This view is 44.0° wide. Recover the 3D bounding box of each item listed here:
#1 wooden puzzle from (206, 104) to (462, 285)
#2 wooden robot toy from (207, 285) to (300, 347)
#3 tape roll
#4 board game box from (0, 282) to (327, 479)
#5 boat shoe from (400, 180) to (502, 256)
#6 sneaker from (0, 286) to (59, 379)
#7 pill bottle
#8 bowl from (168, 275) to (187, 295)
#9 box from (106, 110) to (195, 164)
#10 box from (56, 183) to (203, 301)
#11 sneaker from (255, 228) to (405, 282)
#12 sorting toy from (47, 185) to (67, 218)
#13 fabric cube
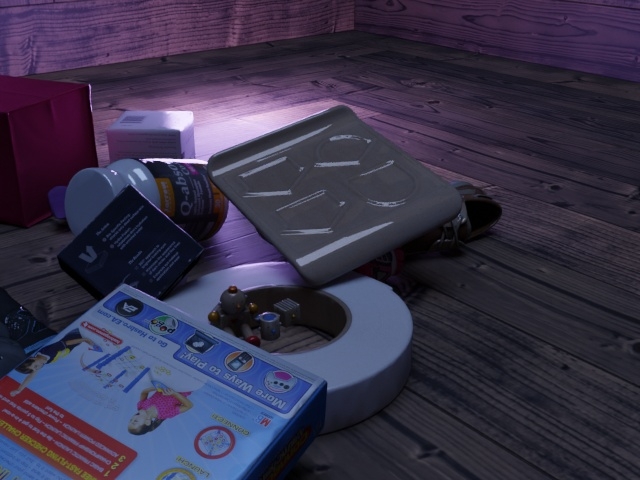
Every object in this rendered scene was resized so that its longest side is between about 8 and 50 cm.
[{"bbox_3d":[0.018,-0.080,1.378,0.322,0.081,0.348,-25,49,-23],"label":"wooden puzzle"},{"bbox_3d":[-0.105,0.099,1.067,0.173,0.079,0.076,-11,26,-22],"label":"wooden robot toy"},{"bbox_3d":[-0.056,0.142,1.156,0.391,0.072,0.392,-1,24,0],"label":"tape roll"},{"bbox_3d":[-0.200,0.212,0.862,0.308,0.086,0.302,22,42,24],"label":"board game box"},{"bbox_3d":[0.230,-0.039,1.507,0.116,0.123,0.324,24,35,39],"label":"boat shoe"},{"bbox_3d":[-0.426,0.159,1.104,0.139,0.125,0.341,18,8,-34],"label":"sneaker"},{"bbox_3d":[-0.308,-0.067,1.434,0.162,0.162,0.278,15,13,30],"label":"pill bottle"},{"bbox_3d":[-0.305,0.068,1.343,0.142,0.053,0.142,-14,27,-26],"label":"bowl"},{"bbox_3d":[-0.414,-0.242,1.962,0.181,0.119,0.181,1,24,1],"label":"box"},{"bbox_3d":[-0.292,0.028,1.225,0.156,0.158,0.093,-49,2,-21],"label":"box"},{"bbox_3d":[0.000,0.000,1.416,0.299,0.121,0.112,17,31,33],"label":"sneaker"},{"bbox_3d":[-0.369,-0.076,1.646,0.365,0.127,0.126,-1,-3,-2],"label":"sorting toy"},{"bbox_3d":[-0.664,-0.204,1.712,0.258,0.254,0.259,10,25,21],"label":"fabric cube"}]
